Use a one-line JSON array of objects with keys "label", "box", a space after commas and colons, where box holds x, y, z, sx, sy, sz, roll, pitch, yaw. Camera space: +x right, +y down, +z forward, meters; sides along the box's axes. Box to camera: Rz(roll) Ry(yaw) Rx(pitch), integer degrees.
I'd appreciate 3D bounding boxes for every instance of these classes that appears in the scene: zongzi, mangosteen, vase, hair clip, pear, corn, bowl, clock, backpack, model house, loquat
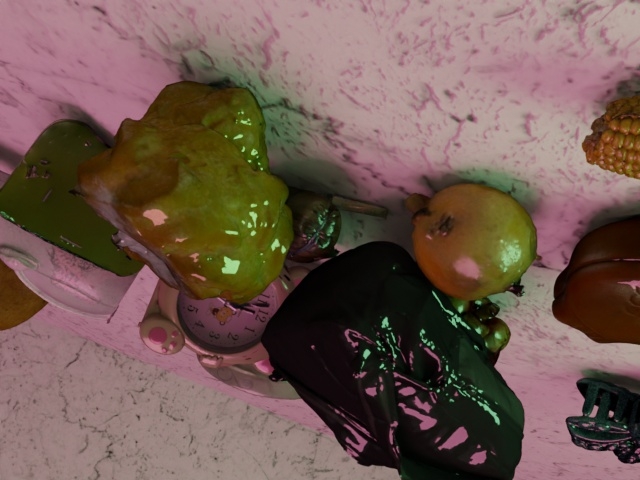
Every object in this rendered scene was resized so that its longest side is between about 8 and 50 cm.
[{"label": "zongzi", "box": [0.000, 0.000, 1.088, 0.242, 0.112, 0.221, 34, 172, -35]}, {"label": "mangosteen", "box": [0.256, 0.169, 1.228, 0.200, 0.199, 0.199, 17, 155, 8]}, {"label": "vase", "box": [-0.581, -0.027, 1.387, 0.446, 0.249, 0.250, 33, 153, -16]}, {"label": "hair clip", "box": [0.645, 0.359, 1.287, 0.206, 0.194, 0.310, 35, 154, -16]}, {"label": "pear", "box": [-0.795, 0.067, 1.662, 0.304, 0.303, 0.304, 17, 155, 8]}, {"label": "corn", "box": [0.411, -0.088, 0.644, 0.293, 0.106, 0.106, 15, 155, 20]}, {"label": "bowl", "box": [-0.123, 0.229, 1.550, 0.308, 0.163, 0.307, 14, -165, -4]}, {"label": "clock", "box": [-0.177, 0.123, 1.337, 0.310, 0.283, 0.114, 22, -172, -11]}, {"label": "backpack", "box": [0.126, 0.231, 1.063, 0.446, 0.254, 0.363, 43, 150, -10]}, {"label": "model house", "box": [-0.428, -0.088, 1.217, 0.294, 0.207, 0.154, 37, 175, -41]}, {"label": "loquat", "box": [0.202, -0.001, 0.920, 0.205, 0.149, 0.172, 35, 158, 9]}]

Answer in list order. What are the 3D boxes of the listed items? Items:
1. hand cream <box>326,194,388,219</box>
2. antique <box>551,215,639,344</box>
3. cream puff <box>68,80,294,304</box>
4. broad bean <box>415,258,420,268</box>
[{"label": "hand cream", "box": [0.058, -0.054, 1.073, 0.102, 0.022, 0.035, 13, 156, 5]}, {"label": "antique", "box": [0.440, 0.056, 0.870, 0.224, 0.128, 0.278, 26, 155, -14]}, {"label": "cream puff", "box": [-0.142, -0.060, 0.904, 0.274, 0.269, 0.323, 36, 165, 10]}, {"label": "broad bean", "box": [0.180, 0.026, 1.113, 0.052, 0.052, 0.256, 58, 168, 19]}]
